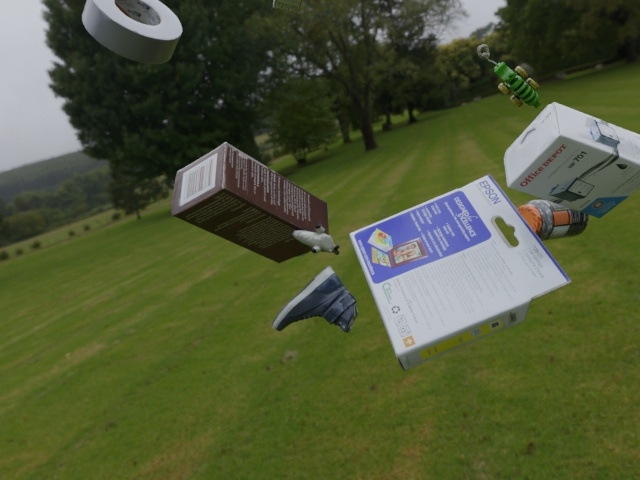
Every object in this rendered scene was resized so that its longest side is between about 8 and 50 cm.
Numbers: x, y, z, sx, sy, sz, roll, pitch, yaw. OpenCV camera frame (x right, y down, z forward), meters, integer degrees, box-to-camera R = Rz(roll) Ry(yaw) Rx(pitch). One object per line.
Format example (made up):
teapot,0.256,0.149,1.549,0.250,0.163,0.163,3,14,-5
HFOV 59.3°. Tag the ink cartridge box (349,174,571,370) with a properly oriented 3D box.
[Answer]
ink cartridge box,0.238,0.046,1.034,0.307,0.072,0.304,-21,45,3

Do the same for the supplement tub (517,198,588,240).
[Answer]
supplement tub,0.641,-0.060,1.574,0.190,0.117,0.117,-5,8,-25

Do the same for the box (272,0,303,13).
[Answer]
box,-0.071,-0.823,1.637,0.087,0.169,0.290,7,-13,-11

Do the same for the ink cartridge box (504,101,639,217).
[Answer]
ink cartridge box,0.428,-0.129,0.936,0.190,0.082,0.140,15,-35,-12

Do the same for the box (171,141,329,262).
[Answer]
box,-0.166,-0.082,1.444,0.191,0.143,0.381,-22,-35,33

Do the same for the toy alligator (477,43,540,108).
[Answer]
toy alligator,0.387,-0.323,1.134,0.056,0.189,0.051,-47,24,20

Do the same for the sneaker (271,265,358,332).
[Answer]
sneaker,-0.007,0.200,1.462,0.226,0.163,0.086,-43,-5,13

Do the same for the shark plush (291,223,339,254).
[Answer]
shark plush,0.000,0.000,1.443,0.067,0.073,0.161,0,-5,37

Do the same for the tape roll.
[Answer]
tape roll,-0.446,-0.520,1.343,0.072,0.219,0.219,-51,-8,34
